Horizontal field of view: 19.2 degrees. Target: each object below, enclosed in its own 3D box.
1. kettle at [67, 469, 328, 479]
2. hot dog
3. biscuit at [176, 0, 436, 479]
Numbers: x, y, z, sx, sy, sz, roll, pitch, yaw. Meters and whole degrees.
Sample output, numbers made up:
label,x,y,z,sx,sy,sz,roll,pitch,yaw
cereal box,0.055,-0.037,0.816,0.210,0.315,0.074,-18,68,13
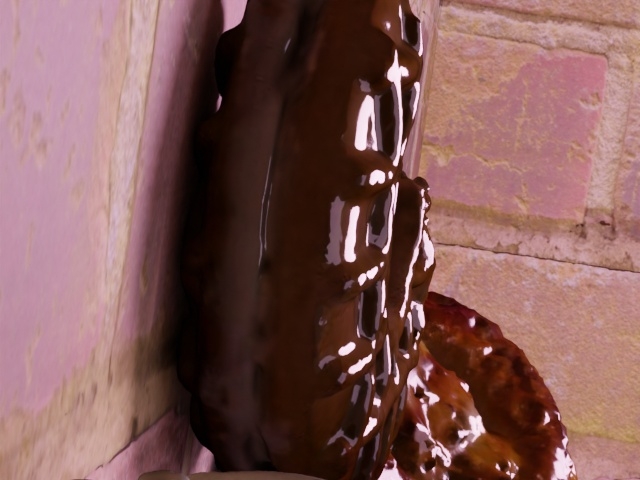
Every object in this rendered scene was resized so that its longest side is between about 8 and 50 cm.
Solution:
label,x,y,z,sx,sy,sz,roll,pitch,yaw
kettle,-0.041,0.238,0.723,0.318,0.205,0.265,-68,168,-56
hot dog,0.052,0.193,1.358,0.174,0.267,0.388,-41,-152,51
biscuit,-0.003,0.020,1.127,0.366,0.115,0.268,74,26,-64
